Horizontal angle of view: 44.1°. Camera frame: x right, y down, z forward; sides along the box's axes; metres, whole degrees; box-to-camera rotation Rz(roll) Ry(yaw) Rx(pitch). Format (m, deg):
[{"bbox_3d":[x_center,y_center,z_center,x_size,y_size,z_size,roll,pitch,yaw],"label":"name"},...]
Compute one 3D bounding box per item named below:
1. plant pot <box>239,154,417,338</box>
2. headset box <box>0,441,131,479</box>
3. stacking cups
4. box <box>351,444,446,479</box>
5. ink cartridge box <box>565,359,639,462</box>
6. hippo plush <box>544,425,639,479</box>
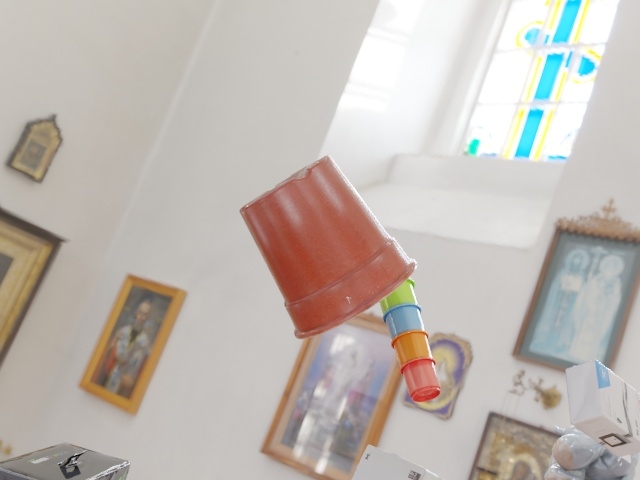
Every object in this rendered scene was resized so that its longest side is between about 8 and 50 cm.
[{"bbox_3d":[0.000,0.000,1.487,0.265,0.272,0.272,59,-22,-6],"label":"plant pot"},{"bbox_3d":[-0.421,0.458,1.206,0.131,0.283,0.246,13,-6,9],"label":"headset box"},{"bbox_3d":[0.182,0.175,1.626,0.096,0.316,0.096,-12,-35,-8],"label":"stacking cups"},{"bbox_3d":[0.151,0.541,1.613,0.119,0.182,0.181,37,-18,-32],"label":"box"},{"bbox_3d":[0.486,0.285,1.308,0.180,0.104,0.060,34,-46,-29],"label":"ink cartridge box"},{"bbox_3d":[0.620,0.510,1.882,0.234,0.294,0.236,23,-2,-9],"label":"hippo plush"}]
